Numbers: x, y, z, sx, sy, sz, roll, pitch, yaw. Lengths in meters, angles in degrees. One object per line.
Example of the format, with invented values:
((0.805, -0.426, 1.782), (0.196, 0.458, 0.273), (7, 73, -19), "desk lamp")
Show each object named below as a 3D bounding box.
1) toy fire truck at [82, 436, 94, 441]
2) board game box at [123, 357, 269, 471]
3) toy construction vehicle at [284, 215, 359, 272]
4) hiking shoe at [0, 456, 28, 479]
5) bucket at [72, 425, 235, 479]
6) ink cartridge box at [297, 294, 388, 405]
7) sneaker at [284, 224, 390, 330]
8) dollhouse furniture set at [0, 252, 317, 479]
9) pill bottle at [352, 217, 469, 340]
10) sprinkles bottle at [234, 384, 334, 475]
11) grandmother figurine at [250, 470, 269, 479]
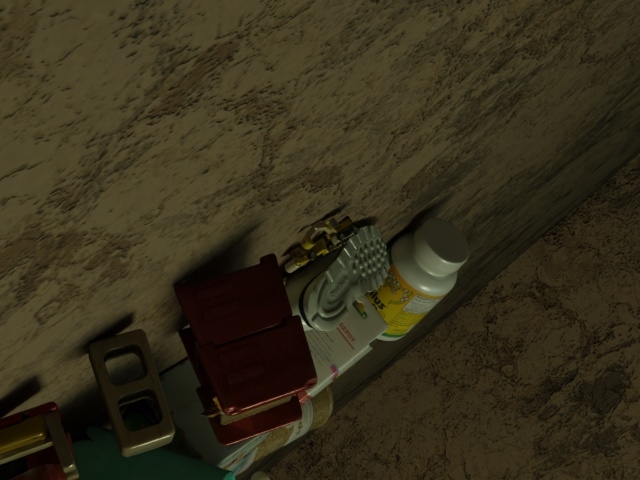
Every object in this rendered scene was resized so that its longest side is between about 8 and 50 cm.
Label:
((-0.367, 0.347, 1.607), (0.135, 0.047, 0.192), (-30, 166, -39), "toy fire truck")
((-0.191, 0.283, 1.657), (0.144, 0.142, 0.275), (-30, 164, -40), "board game box")
((0.000, 0.000, 1.466), (0.098, 0.035, 0.086), (-26, 173, -37), "toy construction vehicle")
((-0.378, 0.326, 1.430), (0.086, 0.114, 0.227), (-7, 124, -34), "hiking shoe")
((-0.225, 0.374, 1.431), (0.281, 0.183, 0.281), (14, 90, -83), "bucket")
((-0.001, 0.155, 1.808), (0.198, 0.115, 0.067), (-38, 167, -1), "ink cartridge box")
((0.011, 0.047, 1.573), (0.094, 0.090, 0.235), (-12, -166, 37), "sneaker")
((-0.200, 0.165, 1.299), (0.374, 0.152, 0.201), (-17, 163, -14), "dollhouse furniture set")
((0.143, 0.059, 1.874), (0.117, 0.118, 0.208), (-26, 163, -45), "pill bottle")
((-0.102, 0.318, 2.092), (0.121, 0.121, 0.355), (-44, 167, 23), "sprinkles bottle")
((-0.140, 0.416, 1.723), (0.207, 0.104, 0.342), (-33, 167, 12), "grandmother figurine")
